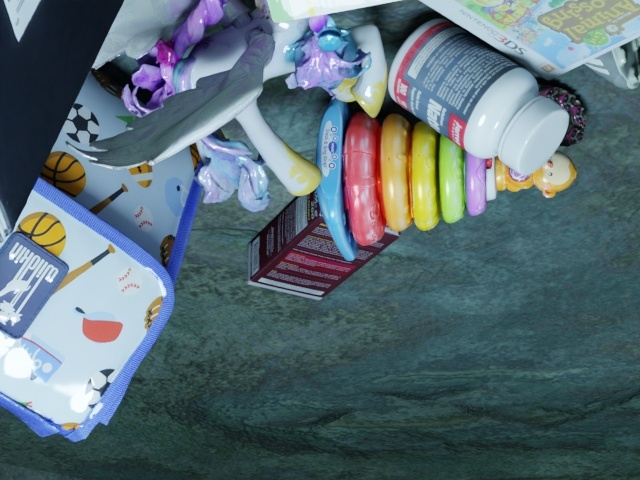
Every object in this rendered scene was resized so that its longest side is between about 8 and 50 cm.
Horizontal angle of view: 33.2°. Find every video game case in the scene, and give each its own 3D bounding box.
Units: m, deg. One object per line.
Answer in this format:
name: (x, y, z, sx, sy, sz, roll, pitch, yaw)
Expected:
video game case: (0.227, -0.240, 1.038, 0.193, 0.023, 0.212, 25, 154, -26)

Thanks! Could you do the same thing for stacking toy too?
stacking toy: (0.152, -0.078, 1.281, 0.301, 0.175, 0.166, -1, 158, 10)

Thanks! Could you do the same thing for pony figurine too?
pony figurine: (-0.094, -0.182, 1.079, 0.351, 0.303, 0.363, -33, 146, -6)

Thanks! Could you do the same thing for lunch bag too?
lunch bag: (-0.318, -0.019, 1.143, 0.328, 0.386, 0.239, 38, 135, -27)

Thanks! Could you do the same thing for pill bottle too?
pill bottle: (0.170, -0.151, 1.151, 0.108, 0.180, 0.108, -35, 148, -26)

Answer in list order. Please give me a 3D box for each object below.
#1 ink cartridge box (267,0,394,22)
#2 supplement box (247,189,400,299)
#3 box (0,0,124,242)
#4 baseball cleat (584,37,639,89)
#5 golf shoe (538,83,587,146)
ink cartridge box: (0.057, -0.280, 0.854, 0.235, 0.056, 0.171, -8, 125, 10)
supplement box: (0.000, 0.000, 1.556, 0.130, 0.073, 0.239, 14, 149, -25)
box: (-0.415, -0.285, 0.709, 0.471, 0.297, 0.480, 14, 151, 5)
baseball cleat: (0.275, -0.228, 1.164, 0.109, 0.072, 0.206, -5, 149, 38)
golf shoe: (0.239, -0.159, 1.290, 0.186, 0.068, 0.086, 13, -178, -31)
